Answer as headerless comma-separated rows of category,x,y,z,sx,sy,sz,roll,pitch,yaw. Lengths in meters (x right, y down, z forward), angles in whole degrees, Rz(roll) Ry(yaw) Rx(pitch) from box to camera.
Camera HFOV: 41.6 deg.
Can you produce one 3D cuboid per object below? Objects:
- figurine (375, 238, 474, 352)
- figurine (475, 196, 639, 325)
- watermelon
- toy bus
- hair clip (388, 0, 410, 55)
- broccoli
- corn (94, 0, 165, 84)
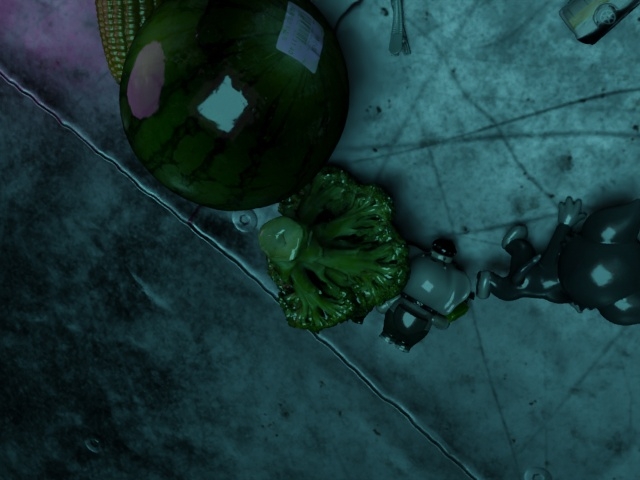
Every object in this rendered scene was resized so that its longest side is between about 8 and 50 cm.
figurine,0.167,0.087,1.375,0.147,0.126,0.192,30,101,15
figurine,0.371,0.032,1.280,0.265,0.140,0.193,-3,93,4
watermelon,-0.126,-0.207,1.229,0.363,0.363,0.363,6,112,16
toy bus,0.413,-0.348,1.157,0.172,0.057,0.072,-42,85,27
hair clip,0.115,-0.335,1.270,0.030,0.039,0.115,-3,107,13
broccoli,0.000,0.000,1.320,0.254,0.269,0.269,-36,96,19
corn,-0.294,-0.409,1.323,0.131,0.131,0.345,8,112,15
